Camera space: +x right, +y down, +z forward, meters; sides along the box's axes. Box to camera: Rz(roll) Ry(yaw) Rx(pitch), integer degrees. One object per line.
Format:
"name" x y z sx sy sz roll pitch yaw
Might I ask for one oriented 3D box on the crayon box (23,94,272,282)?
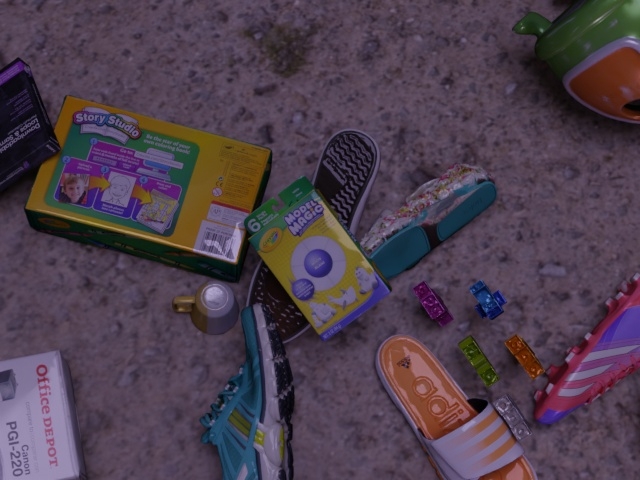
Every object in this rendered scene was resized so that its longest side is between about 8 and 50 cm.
"crayon box" -0.216 -0.066 1.489 0.278 0.081 0.165 15 69 0

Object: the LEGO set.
"LEGO set" 0.220 0.133 1.460 0.087 0.093 0.227 -35 76 8

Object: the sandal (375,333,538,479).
"sandal" 0.161 0.221 1.422 0.102 0.076 0.265 -37 77 -16

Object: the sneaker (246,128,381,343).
"sneaker" 0.000 0.000 1.485 0.106 0.123 0.290 28 92 3

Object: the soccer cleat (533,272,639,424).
"soccer cleat" 0.365 0.148 1.469 0.095 0.083 0.248 41 69 5

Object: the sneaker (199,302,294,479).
"sneaker" -0.090 0.209 1.382 0.110 0.107 0.275 0 80 8

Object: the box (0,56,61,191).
"box" -0.402 -0.144 1.481 0.116 0.029 0.162 -34 57 8

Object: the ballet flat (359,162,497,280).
"ballet flat" 0.124 -0.023 1.517 0.241 0.091 0.077 -32 46 -19

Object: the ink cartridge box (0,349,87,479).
"ink cartridge box" -0.393 0.230 1.360 0.218 0.092 0.158 -10 71 -11

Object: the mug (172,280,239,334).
"mug" -0.138 0.083 1.451 0.078 0.064 0.062 -30 76 -14

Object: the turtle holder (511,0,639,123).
"turtle holder" 0.436 -0.294 1.578 0.227 0.243 0.320 49 32 -3

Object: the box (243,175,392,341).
"box" -0.006 0.019 1.405 0.105 0.043 0.179 -37 87 6
